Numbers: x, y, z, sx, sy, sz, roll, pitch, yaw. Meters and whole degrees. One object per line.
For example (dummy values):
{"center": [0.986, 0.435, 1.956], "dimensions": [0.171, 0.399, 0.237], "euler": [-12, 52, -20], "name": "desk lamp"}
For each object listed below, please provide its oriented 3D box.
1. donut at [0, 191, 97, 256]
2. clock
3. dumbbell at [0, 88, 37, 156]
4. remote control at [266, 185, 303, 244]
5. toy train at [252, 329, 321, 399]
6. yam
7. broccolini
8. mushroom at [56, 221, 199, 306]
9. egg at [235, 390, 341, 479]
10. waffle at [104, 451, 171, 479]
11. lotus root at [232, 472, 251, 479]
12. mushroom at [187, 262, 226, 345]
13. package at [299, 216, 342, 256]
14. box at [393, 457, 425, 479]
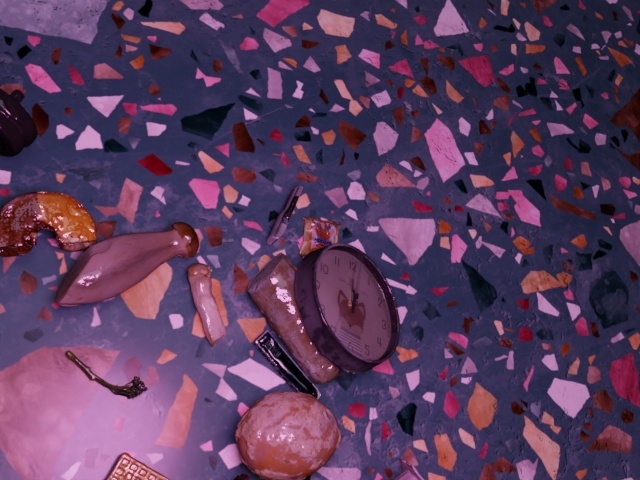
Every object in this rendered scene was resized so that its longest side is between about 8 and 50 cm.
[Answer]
{"center": [-0.615, -0.030, 1.668], "dimensions": [0.217, 0.085, 0.141], "euler": [-1, 73, -24], "name": "donut"}
{"center": [0.072, 0.160, 1.823], "dimensions": [0.325, 0.067, 0.324], "euler": [30, 46, -37], "name": "clock"}
{"center": [-0.768, -0.188, 1.603], "dimensions": [0.185, 0.185, 0.388], "euler": [35, 63, -8], "name": "dumbbell"}
{"center": [-0.091, -0.066, 1.908], "dimensions": [0.029, 0.065, 0.166], "euler": [28, 65, -11], "name": "remote control"}
{"center": [-0.079, 0.308, 1.797], "dimensions": [0.043, 0.047, 0.207], "euler": [-41, 92, -24], "name": "toy train"}
{"center": [-0.058, 0.197, 1.806], "dimensions": [0.133, 0.133, 0.330], "euler": [-31, 90, -28], "name": "yam"}
{"center": [-0.474, 0.300, 1.642], "dimensions": [0.194, 0.054, 0.052], "euler": [25, 84, -11], "name": "broccolini"}
{"center": [-0.437, 0.049, 1.691], "dimensions": [0.350, 0.128, 0.128], "euler": [-24, 83, -30], "name": "mushroom"}
{"center": [-0.070, 0.438, 1.675], "dimensions": [0.245, 0.203, 0.203], "euler": [1, 72, -29], "name": "egg"}
{"center": [-0.387, 0.531, 1.597], "dimensions": [0.148, 0.042, 0.102], "euler": [35, 63, -9], "name": "waffle"}
{"center": [-0.213, 0.617, 1.582], "dimensions": [0.129, 0.145, 0.260], "euler": [32, 66, -17], "name": "lotus root"}
{"center": [-0.268, 0.150, 1.773], "dimensions": [0.059, 0.054, 0.202], "euler": [-12, 82, -27], "name": "mushroom"}
{"center": [0.000, -0.002, 1.944], "dimensions": [0.108, 0.031, 0.120], "euler": [13, 69, -18], "name": "package"}
{"center": [0.191, 0.676, 1.677], "dimensions": [0.206, 0.262, 0.291], "euler": [-31, 50, -12], "name": "box"}
